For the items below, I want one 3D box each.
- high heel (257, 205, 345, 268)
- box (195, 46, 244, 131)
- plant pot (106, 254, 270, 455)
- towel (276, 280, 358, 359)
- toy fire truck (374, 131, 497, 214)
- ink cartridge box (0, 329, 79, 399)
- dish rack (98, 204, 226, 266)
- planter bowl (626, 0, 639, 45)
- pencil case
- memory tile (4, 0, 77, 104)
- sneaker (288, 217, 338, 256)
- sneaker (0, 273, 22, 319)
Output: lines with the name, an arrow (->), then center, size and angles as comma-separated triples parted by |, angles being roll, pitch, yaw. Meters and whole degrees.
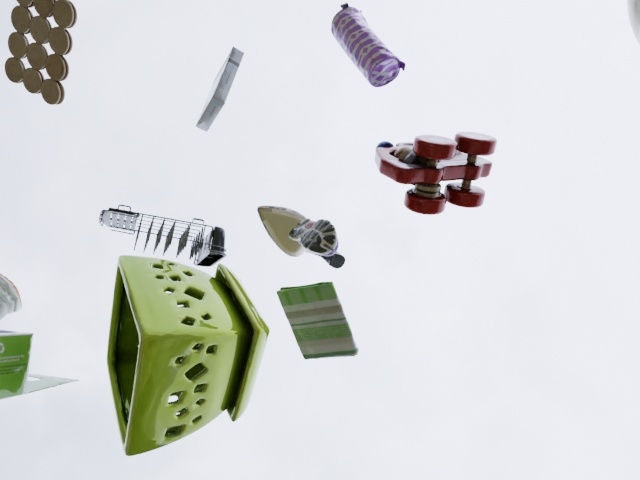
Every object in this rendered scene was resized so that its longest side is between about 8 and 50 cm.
high heel -> -0.073, -0.030, 1.169 | 0.093, 0.261, 0.186 | -53, -146, 4
box -> -0.269, -0.404, 1.319 | 0.038, 0.186, 0.145 | 26, -31, -21
plant pot -> -0.218, 0.169, 0.802 | 0.228, 0.207, 0.227 | 46, -53, 48
towel -> -0.003, 0.142, 0.874 | 0.113, 0.023, 0.152 | -10, -68, 23
toy fire truck -> 0.267, -0.192, 1.229 | 0.254, 0.302, 0.169 | 40, -48, 52
ink cartridge box -> -0.523, 0.178, 0.750 | 0.188, 0.255, 0.097 | 3, -97, 9
dish rack -> -0.356, -0.008, 1.111 | 0.208, 0.271, 0.074 | 153, -54, -64
planter bowl -> 0.361, -0.254, 0.455 | 0.162, 0.162, 0.109 | -25, -125, 24
pencil case -> 0.101, -0.438, 1.111 | 0.088, 0.086, 0.206 | -22, -115, -14
memory tile -> -0.395, -0.278, 0.696 | 0.113, 0.012, 0.148 | 29, -67, 13
sneaker -> 0.000, 0.000, 0.948 | 0.071, 0.170, 0.068 | 44, -96, -22
sneaker -> -0.707, 0.073, 0.924 | 0.262, 0.121, 0.099 | 35, -50, -1
